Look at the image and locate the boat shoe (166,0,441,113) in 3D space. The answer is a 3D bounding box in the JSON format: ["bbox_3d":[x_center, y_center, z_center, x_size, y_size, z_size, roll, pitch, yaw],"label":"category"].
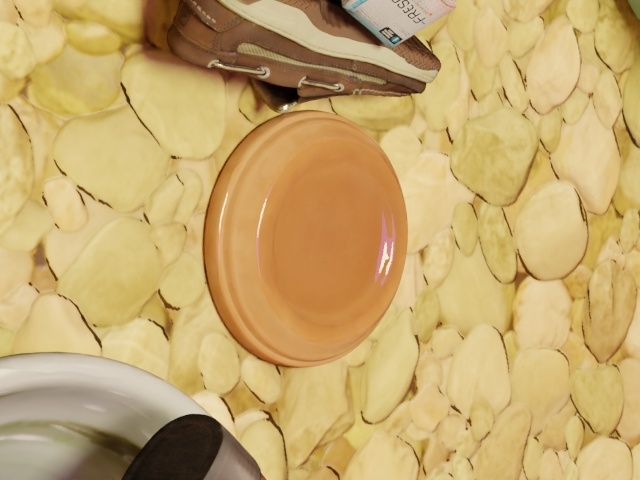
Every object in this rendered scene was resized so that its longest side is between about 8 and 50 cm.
[{"bbox_3d":[-0.015,-0.141,1.085,0.257,0.095,0.095,15,119,-49],"label":"boat shoe"}]

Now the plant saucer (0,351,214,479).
[{"bbox_3d":[-0.203,0.264,0.928,0.400,0.100,0.400,-4,96,-42],"label":"plant saucer"}]

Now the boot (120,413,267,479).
[{"bbox_3d":[-0.084,0.289,0.937,0.264,0.096,0.280,-57,135,-32],"label":"boot"}]

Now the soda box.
[{"bbox_3d":[0.050,-0.232,1.079,0.058,0.063,0.183,35,37,-38],"label":"soda box"}]

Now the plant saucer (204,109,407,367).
[{"bbox_3d":[0.000,0.000,1.130,0.200,0.037,0.200,-5,97,-41],"label":"plant saucer"}]

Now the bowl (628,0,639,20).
[{"bbox_3d":[0.384,-0.289,1.366,0.312,0.163,0.311,-5,97,-43],"label":"bowl"}]
